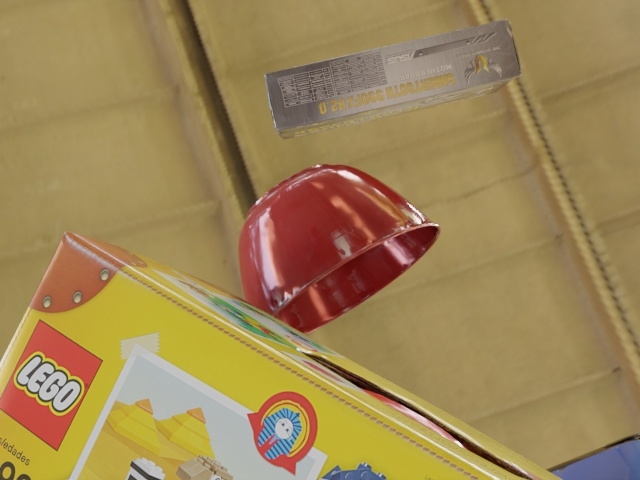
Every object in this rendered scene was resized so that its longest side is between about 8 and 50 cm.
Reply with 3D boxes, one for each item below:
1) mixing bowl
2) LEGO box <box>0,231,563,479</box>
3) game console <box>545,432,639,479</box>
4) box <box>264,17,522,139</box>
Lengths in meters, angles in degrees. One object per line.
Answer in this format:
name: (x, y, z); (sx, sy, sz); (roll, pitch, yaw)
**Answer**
mixing bowl: (0.000, 0.000, 1.103); (0.181, 0.181, 0.098); (-26, -105, -22)
LEGO box: (-0.023, 0.271, 0.832); (0.500, 0.193, 0.373); (26, -90, 33)
game console: (0.164, 0.293, 1.064); (0.293, 0.250, 0.173); (-25, -88, 13)
box: (0.065, -0.151, 1.270); (0.231, 0.183, 0.056); (-13, -88, 0)
